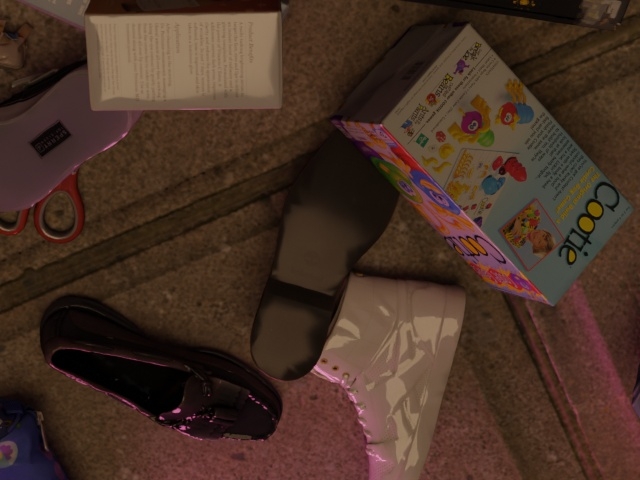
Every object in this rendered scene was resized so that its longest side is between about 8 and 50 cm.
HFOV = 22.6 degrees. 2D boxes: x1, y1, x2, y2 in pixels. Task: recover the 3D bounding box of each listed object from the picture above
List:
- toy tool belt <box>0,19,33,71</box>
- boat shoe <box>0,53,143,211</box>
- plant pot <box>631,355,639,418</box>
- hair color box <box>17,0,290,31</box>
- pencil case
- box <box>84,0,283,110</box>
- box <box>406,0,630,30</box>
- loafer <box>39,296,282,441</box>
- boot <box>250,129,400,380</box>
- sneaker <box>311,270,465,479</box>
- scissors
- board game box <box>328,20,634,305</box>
[{"bbox_3d":[-0.346,-0.210,1.670,0.083,0.052,0.051,12,83,-11],"label":"toy tool belt"},{"bbox_3d":[-0.275,-0.126,1.652,0.306,0.105,0.113,-30,105,42],"label":"boat shoe"},{"bbox_3d":[0.491,0.158,1.773,0.252,0.248,0.247,28,112,5],"label":"plant pot"},{"bbox_3d":[-0.221,-0.284,1.560,0.374,0.185,0.114,24,111,-13],"label":"hair color box"},{"bbox_3d":[-0.332,0.320,1.873,0.133,0.119,0.306,-27,113,-2],"label":"pencil case"},{"bbox_3d":[-0.120,-0.180,1.437,0.170,0.130,0.091,-1,114,-3],"label":"box"},{"bbox_3d":[0.214,-0.408,1.507,0.318,0.097,0.395,2,119,-36],"label":"box"},{"bbox_3d":[-0.184,0.168,1.820,0.302,0.095,0.109,26,111,-14],"label":"loafer"},{"bbox_3d":[0.000,0.000,1.759,0.112,0.115,0.305,24,94,-5],"label":"boot"},{"bbox_3d":[0.052,0.174,1.836,0.169,0.108,0.293,11,104,-6],"label":"sneaker"},{"bbox_3d":[-0.270,-0.122,1.723,0.109,0.021,0.297,22,114,-10],"label":"scissors"},{"bbox_3d":[0.168,-0.080,1.672,0.275,0.142,0.144,45,79,-19],"label":"board game box"}]
